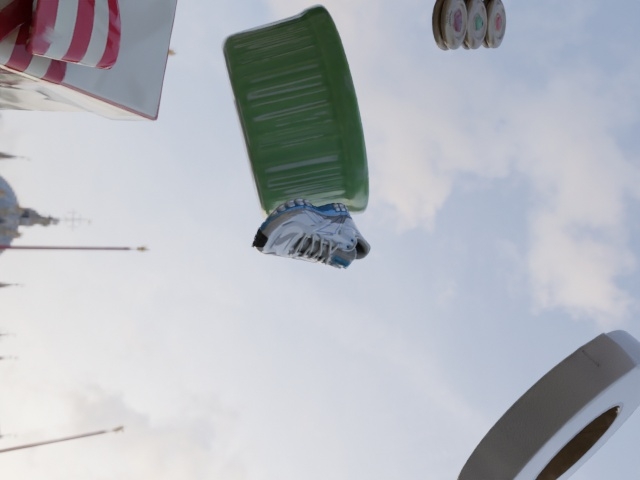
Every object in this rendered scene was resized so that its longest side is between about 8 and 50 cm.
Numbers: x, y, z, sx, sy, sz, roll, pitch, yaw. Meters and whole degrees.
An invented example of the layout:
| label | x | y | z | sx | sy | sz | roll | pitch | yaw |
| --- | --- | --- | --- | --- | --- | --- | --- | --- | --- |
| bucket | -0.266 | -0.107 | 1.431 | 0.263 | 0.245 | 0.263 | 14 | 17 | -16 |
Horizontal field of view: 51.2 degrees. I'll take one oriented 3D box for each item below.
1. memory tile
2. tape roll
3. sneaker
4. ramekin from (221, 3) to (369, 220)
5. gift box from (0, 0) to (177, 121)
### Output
| label | x | y | z | sx | sy | sz | roll | pitch | yaw |
| --- | --- | --- | --- | --- | --- | --- | --- | --- | --- |
| memory tile | 0.107 | -0.206 | 0.455 | 0.012 | 0.113 | 0.148 | 8 | -72 | 34 |
| tape roll | 0.377 | 0.304 | 1.056 | 0.072 | 0.392 | 0.392 | 47 | -59 | 34 |
| sneaker | 0.000 | 0.000 | 0.792 | 0.083 | 0.191 | 0.071 | 48 | -60 | 23 |
| ramekin | -0.042 | -0.169 | 0.961 | 0.303 | 0.148 | 0.303 | 167 | -90 | -85 |
| gift box | -0.236 | -0.203 | 0.391 | 0.258 | 0.276 | 0.255 | 7 | -88 | 30 |
